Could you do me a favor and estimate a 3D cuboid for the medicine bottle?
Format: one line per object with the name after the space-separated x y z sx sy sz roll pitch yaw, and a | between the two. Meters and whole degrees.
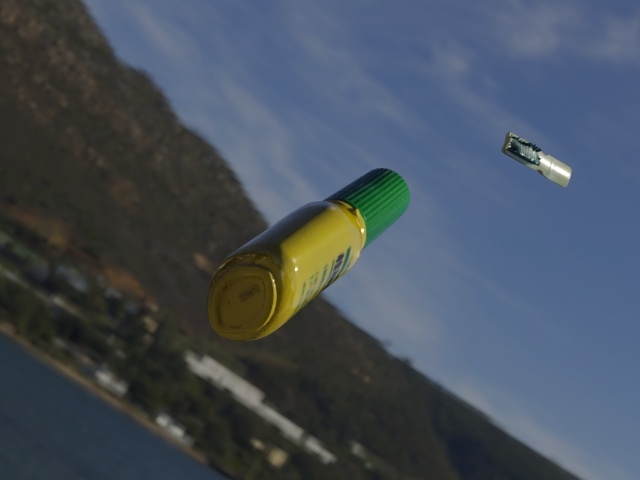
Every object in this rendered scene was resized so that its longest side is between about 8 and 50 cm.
0.000 0.000 1.194 0.064 0.095 0.260 43 33 6 | medicine bottle

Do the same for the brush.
0.158 -0.057 1.095 0.013 0.016 0.083 8 -11 42 | brush
